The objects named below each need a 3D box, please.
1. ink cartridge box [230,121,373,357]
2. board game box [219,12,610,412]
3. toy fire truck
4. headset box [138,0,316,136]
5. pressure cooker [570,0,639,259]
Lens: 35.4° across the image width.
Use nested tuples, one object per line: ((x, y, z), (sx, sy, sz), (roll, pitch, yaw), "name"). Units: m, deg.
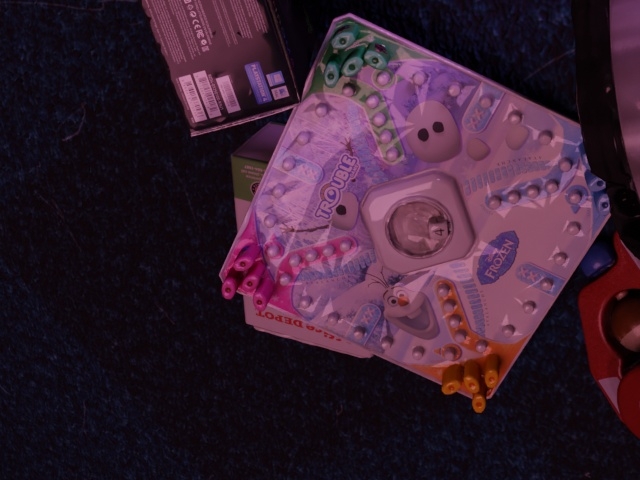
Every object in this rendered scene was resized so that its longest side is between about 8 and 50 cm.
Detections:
((0.000, 0.000, 1.364), (0.201, 0.117, 0.278), (13, 126, 23), "ink cartridge box")
((0.117, -0.014, 1.200), (0.390, 0.050, 0.390), (25, 117, -4), "board game box")
((0.424, 0.077, 1.159), (0.302, 0.169, 0.254), (-45, 67, 44), "toy fire truck")
((-0.105, -0.288, 1.120), (0.131, 0.283, 0.246), (-14, 114, 10), "headset box")
((0.460, -0.155, 0.813), (0.420, 0.370, 0.376), (-4, 122, 37), "pressure cooker")
